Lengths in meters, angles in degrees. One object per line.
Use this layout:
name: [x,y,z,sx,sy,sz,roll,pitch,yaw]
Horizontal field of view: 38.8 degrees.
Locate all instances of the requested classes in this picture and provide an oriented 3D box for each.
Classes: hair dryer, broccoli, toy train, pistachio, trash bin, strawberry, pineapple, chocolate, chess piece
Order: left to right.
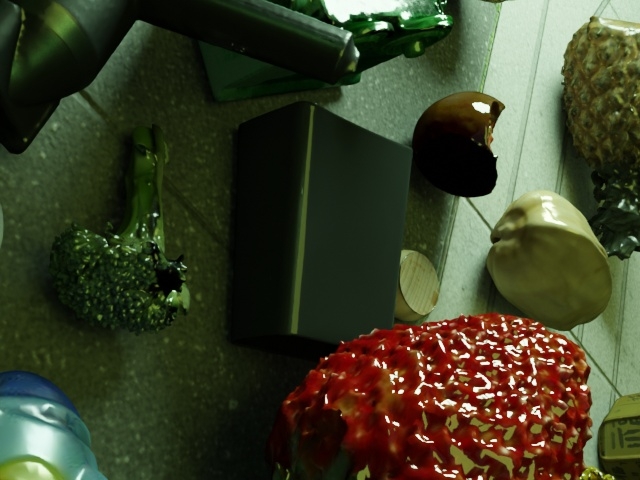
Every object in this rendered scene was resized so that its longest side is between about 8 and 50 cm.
broccoli: [-0.159,-0.014,0.778,0.122,0.118,0.204,12,49,-12]
hair dryer: [-0.125,-0.162,0.740,0.302,0.116,0.244,18,59,5]
trash bin: [0.000,0.000,0.915,0.165,0.115,0.226,19,67,-41]
toy train: [0.011,-0.239,0.927,0.266,0.201,0.145,-17,92,-46]
chess piece: [0.103,0.052,1.060,0.083,0.038,0.084,18,64,-44]
strawberry: [0.100,0.196,0.831,0.267,0.312,0.351,45,52,4]
chocolate: [0.182,-0.125,1.135,0.127,0.124,0.133,45,28,-7]
pistachio: [0.307,0.030,1.197,0.229,0.157,0.157,43,50,-45]
pineapple: [0.468,-0.149,1.398,0.202,0.202,0.362,6,85,-45]

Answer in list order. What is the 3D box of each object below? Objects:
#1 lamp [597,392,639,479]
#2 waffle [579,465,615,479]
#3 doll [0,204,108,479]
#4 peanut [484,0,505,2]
lamp: [0.503,0.292,1.300,0.161,0.185,0.161,19,64,-43]
waffle: [0.339,0.387,1.190,0.193,0.070,0.197,-2,78,-46]
doll: [-0.258,0.175,0.570,0.376,0.187,0.366,-43,99,-31]
peanut: [0.166,-0.481,1.188,0.387,0.169,0.192,53,52,-17]
